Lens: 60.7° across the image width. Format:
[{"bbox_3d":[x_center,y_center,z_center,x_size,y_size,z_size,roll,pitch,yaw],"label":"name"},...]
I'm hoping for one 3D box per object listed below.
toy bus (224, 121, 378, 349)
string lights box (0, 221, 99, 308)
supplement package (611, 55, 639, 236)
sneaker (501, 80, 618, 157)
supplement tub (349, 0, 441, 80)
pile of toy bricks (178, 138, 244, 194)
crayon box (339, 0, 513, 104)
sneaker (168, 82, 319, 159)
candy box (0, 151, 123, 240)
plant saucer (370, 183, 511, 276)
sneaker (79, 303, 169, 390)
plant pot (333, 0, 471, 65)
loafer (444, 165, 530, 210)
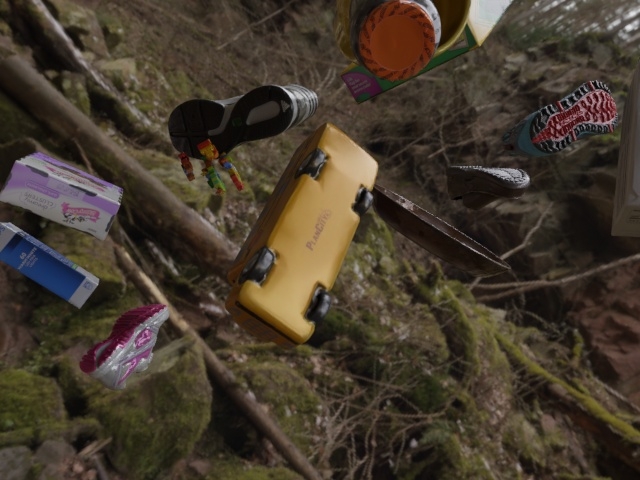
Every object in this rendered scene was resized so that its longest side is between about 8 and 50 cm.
[{"bbox_3d":[-0.025,-0.014,0.743,0.108,0.130,0.333,38,53,-18],"label":"toy bus"},{"bbox_3d":[-0.680,0.058,1.344,0.259,0.077,0.133,37,-11,-18],"label":"string lights box"},{"bbox_3d":[0.523,-0.106,0.678,0.145,0.261,0.204,37,62,-65],"label":"supplement package"},{"bbox_3d":[0.449,-0.225,1.038,0.125,0.261,0.104,-11,-81,64],"label":"sneaker"},{"bbox_3d":[0.096,-0.289,0.731,0.117,0.116,0.190,60,18,-30],"label":"supplement tub"},{"bbox_3d":[-0.271,-0.163,1.401,0.105,0.118,0.212,63,3,19],"label":"pile of toy bricks"},{"bbox_3d":[0.270,-0.518,1.398,0.106,0.362,0.313,54,48,-20],"label":"crayon box"},{"bbox_3d":[-0.201,-0.337,1.548,0.257,0.447,0.169,-29,111,-56],"label":"sneaker"},{"bbox_3d":[-0.431,-0.080,0.934,0.164,0.070,0.196,25,4,-22],"label":"candy box"},{"bbox_3d":[0.216,-0.015,1.049,0.310,0.050,0.310,31,11,-7],"label":"plant saucer"},{"bbox_3d":[-0.445,0.250,1.294,0.252,0.102,0.111,-51,131,-43],"label":"sneaker"},{"bbox_3d":[0.138,-0.469,1.124,0.254,0.254,0.239,60,-13,-12],"label":"plant pot"},{"bbox_3d":[0.499,-0.154,1.647,0.366,0.133,0.130,-140,-133,-73],"label":"loafer"}]
